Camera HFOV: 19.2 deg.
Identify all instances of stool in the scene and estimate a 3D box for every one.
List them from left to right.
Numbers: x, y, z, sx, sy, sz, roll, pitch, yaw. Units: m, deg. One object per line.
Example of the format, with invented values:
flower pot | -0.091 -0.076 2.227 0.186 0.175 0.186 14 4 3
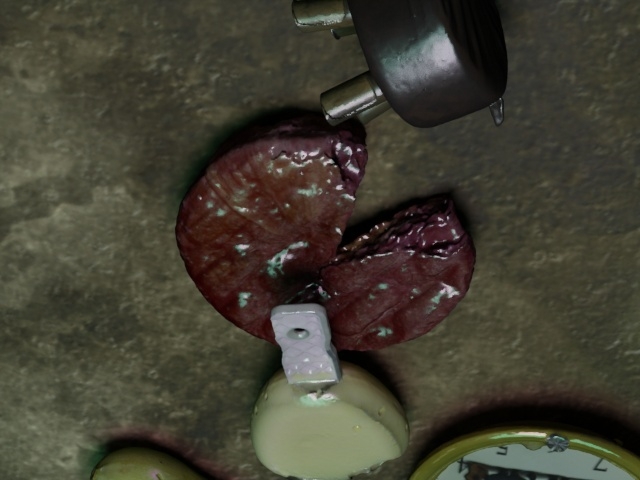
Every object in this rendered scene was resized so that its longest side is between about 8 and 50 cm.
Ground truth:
stool | 0.046 -0.157 1.211 0.121 0.125 0.217 -15 118 22

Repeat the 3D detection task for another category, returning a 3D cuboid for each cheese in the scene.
cheese | 0.001 0.115 1.451 0.127 0.050 0.255 -1 149 5

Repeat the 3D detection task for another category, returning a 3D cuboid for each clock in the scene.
clock | 0.182 0.221 1.563 0.237 0.057 0.237 5 131 6

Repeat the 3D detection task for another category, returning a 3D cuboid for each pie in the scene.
pie | 0.000 0.000 1.398 0.204 0.054 0.218 -24 126 26

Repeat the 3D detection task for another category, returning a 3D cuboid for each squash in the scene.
squash | -0.090 0.252 1.616 0.250 0.083 0.083 34 127 -25
